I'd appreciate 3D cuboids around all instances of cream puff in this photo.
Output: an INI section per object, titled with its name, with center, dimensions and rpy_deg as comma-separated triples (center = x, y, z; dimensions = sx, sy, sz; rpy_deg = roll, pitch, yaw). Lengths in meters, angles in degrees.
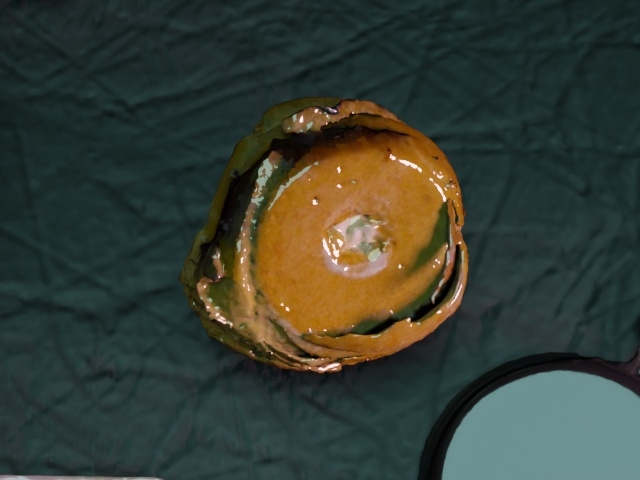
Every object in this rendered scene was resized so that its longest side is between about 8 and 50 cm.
[cream puff]
center = 0.000, 0.000, 0.745
dimensions = 0.133, 0.104, 0.119
rpy_deg = -40, 110, -2

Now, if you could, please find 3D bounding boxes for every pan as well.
[pan]
center = 0.137, 0.075, 0.760
dimensions = 0.136, 0.028, 0.235
rpy_deg = 30, 78, 9

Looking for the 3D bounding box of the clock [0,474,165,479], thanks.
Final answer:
[clock]
center = -0.131, 0.200, 0.711
dimensions = 0.146, 0.071, 0.192
rpy_deg = 1, 75, 2
